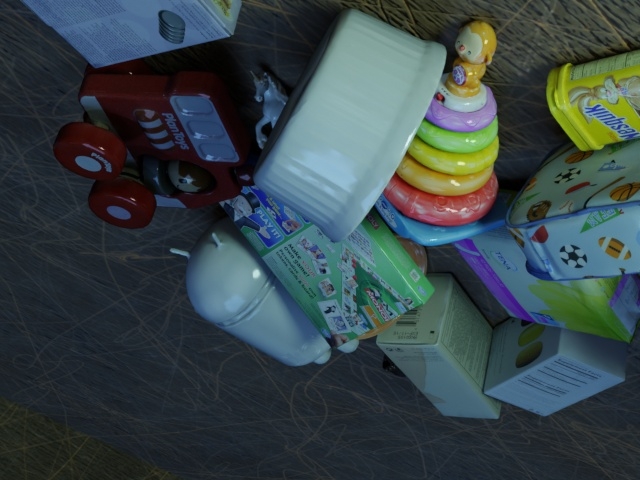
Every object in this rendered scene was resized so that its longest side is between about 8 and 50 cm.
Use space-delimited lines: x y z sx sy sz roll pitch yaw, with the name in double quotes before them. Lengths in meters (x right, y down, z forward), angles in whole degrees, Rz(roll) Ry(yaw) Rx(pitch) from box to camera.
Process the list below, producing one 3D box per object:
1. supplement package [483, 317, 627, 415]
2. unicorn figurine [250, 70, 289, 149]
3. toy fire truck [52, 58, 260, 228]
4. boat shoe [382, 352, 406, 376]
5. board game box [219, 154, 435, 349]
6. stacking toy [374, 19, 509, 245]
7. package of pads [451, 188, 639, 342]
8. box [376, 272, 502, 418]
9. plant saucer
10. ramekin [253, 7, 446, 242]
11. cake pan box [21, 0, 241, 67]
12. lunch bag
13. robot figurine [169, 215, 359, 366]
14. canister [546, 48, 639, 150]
"supplement package" 0.408 0.194 1.995 0.133 0.139 0.244 21 150 -14
"unicorn figurine" -0.048 -0.175 1.609 0.161 0.111 0.060 5 -167 -30
"toy fire truck" -0.217 -0.136 1.656 0.253 0.169 0.302 5 150 19
"boat shoe" 0.152 0.213 2.225 0.073 0.073 0.207 10 152 6
"board game box" 0.000 0.000 1.749 0.213 0.046 0.317 -31 99 42
"stacking toy" 0.172 -0.152 1.479 0.165 0.175 0.302 -15 141 -24
"package of pads" 0.348 0.039 1.734 0.229 0.101 0.296 11 157 40
"box" 0.229 0.196 2.081 0.121 0.148 0.311 -2 147 30
"plant saucer" 0.092 0.071 1.901 0.037 0.200 0.200 39 170 39
"ramekin" 0.028 -0.149 1.419 0.135 0.277 0.277 28 151 -7
"cake pan box" -0.270 -0.334 1.433 0.245 0.070 0.267 -9 144 34
"lunch bag" 0.398 -0.060 1.432 0.303 0.243 0.115 -7 120 44
"robot figurine" -0.084 0.083 1.965 0.353 0.200 0.300 33 135 -30
"canister" 0.379 -0.176 1.400 0.169 0.073 0.126 -10 144 37
